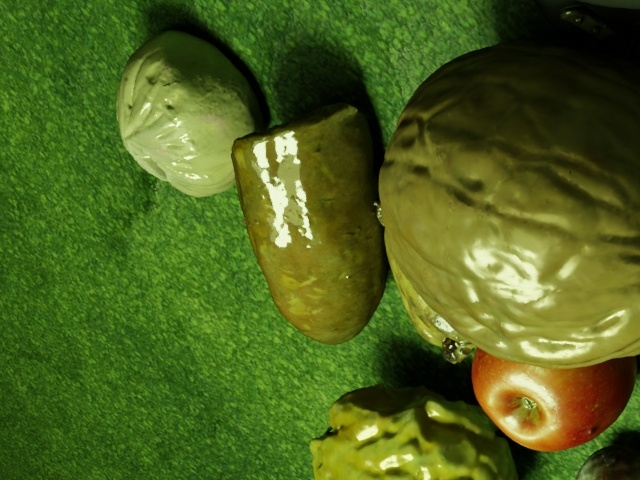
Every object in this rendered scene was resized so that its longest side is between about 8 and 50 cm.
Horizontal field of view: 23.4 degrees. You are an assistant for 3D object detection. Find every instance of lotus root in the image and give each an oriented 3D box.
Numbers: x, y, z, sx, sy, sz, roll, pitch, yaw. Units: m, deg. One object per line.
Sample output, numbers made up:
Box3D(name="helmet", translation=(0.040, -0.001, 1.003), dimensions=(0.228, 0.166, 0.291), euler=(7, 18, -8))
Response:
Box3D(name="lotus root", translation=(0.121, 0.029, 1.605), dimensions=(0.108, 0.094, 0.191), euler=(-24, 97, 41))

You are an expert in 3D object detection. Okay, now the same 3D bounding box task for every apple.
Box3D(name="apple", translation=(0.230, 0.130, 1.533), dimensions=(0.163, 0.139, 0.163), euler=(34, 148, 25))

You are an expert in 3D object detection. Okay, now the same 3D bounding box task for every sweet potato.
Box3D(name="sweet potato", translation=(0.000, 0.000, 1.661), dimensions=(0.157, 0.158, 0.370), euler=(21, 139, 37))

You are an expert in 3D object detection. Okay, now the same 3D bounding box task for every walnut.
Box3D(name="walnut", translation=(0.194, -0.029, 1.271), dimensions=(0.313, 0.252, 0.277), euler=(25, 146, 44))

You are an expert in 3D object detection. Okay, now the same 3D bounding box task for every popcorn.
Box3D(name="popcorn", translation=(0.115, 0.270, 1.790), dimensions=(0.249, 0.225, 0.249), euler=(13, 108, 47))

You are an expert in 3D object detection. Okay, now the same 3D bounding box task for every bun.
Box3D(name="bun", translation=(-0.158, -0.128, 1.725), dimensions=(0.178, 0.128, 0.193), euler=(43, 152, 4))

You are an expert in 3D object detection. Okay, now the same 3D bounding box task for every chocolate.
Box3D(name="chocolate", translation=(0.316, 0.313, 1.684), dimensions=(0.110, 0.110, 0.248), euler=(34, 148, 20))

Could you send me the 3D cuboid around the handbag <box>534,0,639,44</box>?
Box3D(name="handbag", translation=(0.237, -0.229, 1.106), dimensions=(0.342, 0.152, 0.288), euler=(18, 156, 41))
